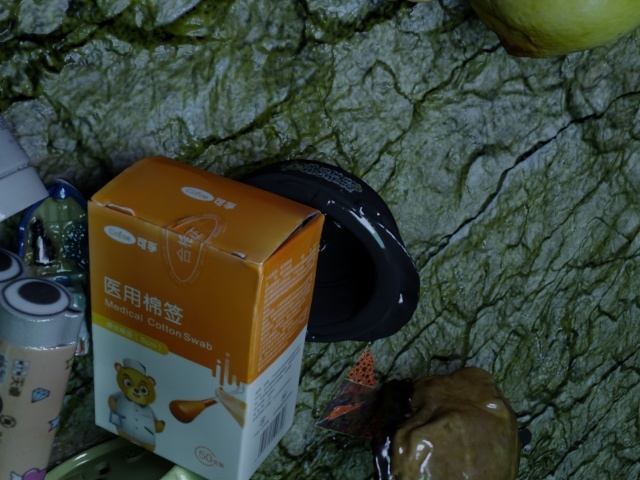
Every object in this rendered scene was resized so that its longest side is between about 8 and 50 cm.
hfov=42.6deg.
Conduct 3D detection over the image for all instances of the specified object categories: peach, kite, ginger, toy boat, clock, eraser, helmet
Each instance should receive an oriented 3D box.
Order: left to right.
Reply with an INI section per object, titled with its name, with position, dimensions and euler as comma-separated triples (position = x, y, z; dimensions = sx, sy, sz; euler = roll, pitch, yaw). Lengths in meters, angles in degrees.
[eraser]
position = -0.377, 0.164, 0.950
dimensions = 0.087, 0.171, 0.290
euler = -35, 150, -58
[toy boat]
position = -0.304, 0.047, 0.977
dimensions = 0.114, 0.115, 0.261
euler = -6, 116, -21
[clock]
position = -0.264, 0.348, 1.052
dimensions = 0.349, 0.286, 0.117
euler = -22, 102, -19
[helmet]
position = 0.000, 0.000, 1.035
dimensions = 0.279, 0.160, 0.230
euler = 15, 124, 8
[kite]
position = 0.045, 0.271, 1.303
dimensions = 0.125, 0.008, 0.222
euler = -21, 120, -10
[ginger]
position = 0.194, 0.324, 1.236
dimensions = 0.223, 0.269, 0.200
euler = -1, 113, 7
[peach]
position = 0.308, -0.376, 0.941
dimensions = 0.316, 0.281, 0.314
euler = -42, 131, 3

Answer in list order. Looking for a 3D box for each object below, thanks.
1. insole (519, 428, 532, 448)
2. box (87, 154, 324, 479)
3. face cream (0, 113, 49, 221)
[insole]
position = 0.302, 0.397, 1.474
dimensions = 0.188, 0.004, 0.064
euler = -32, 123, -6
[box]
position = -0.141, 0.095, 0.966
dimensions = 0.143, 0.225, 0.341
euler = -44, 148, -53
[face cream]
position = -0.391, -0.069, 0.828
dimensions = 0.177, 0.177, 0.152
euler = -29, 102, -9
